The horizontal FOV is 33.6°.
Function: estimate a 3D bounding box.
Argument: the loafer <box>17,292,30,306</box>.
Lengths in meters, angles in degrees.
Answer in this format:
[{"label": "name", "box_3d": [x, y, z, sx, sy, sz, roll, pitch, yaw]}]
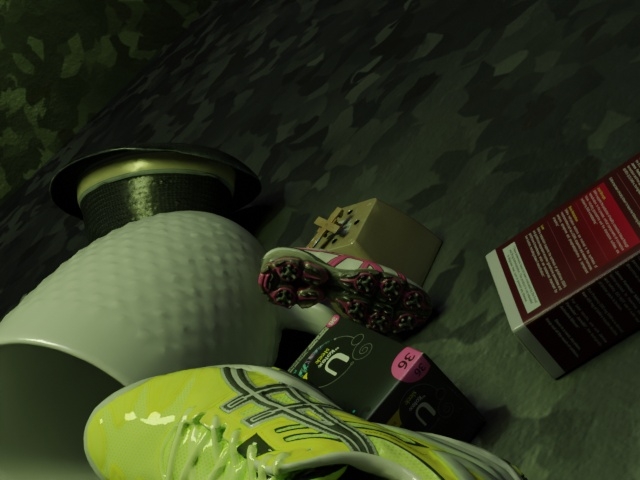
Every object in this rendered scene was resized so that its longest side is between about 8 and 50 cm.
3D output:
[{"label": "loafer", "box_3d": [-0.308, 0.137, 1.384, 0.109, 0.302, 0.095, 23, 87, 22]}]

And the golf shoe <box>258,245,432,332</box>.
[{"label": "golf shoe", "box_3d": [0.029, 0.041, 1.121, 0.086, 0.186, 0.067, -85, 12, -66]}]

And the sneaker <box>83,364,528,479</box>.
[{"label": "sneaker", "box_3d": [-0.029, 0.172, 0.812, 0.385, 0.147, 0.145, 6, 83, 25]}]

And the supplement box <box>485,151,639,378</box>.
[{"label": "supplement box", "box_3d": [0.271, 0.002, 0.927, 0.239, 0.073, 0.130, -36, 26, 17]}]

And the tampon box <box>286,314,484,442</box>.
[{"label": "tampon box", "box_3d": [0.043, 0.158, 0.975, 0.120, 0.101, 0.161, -49, 26, -13]}]

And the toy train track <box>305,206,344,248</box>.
[{"label": "toy train track", "box_3d": [0.000, 0.000, 1.174, 0.083, 0.014, 0.048, -52, 32, -6]}]

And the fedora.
[{"label": "fedora", "box_3d": [-0.249, -0.022, 1.587, 0.334, 0.334, 0.152, -20, 63, 40]}]

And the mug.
[{"label": "mug", "box_3d": [-0.142, 0.127, 1.157, 0.374, 0.276, 0.328, 7, 35, 21]}]

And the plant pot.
[{"label": "plant pot", "box_3d": [0.054, 0.015, 1.202, 0.109, 0.096, 0.109, -16, 35, 45]}]
